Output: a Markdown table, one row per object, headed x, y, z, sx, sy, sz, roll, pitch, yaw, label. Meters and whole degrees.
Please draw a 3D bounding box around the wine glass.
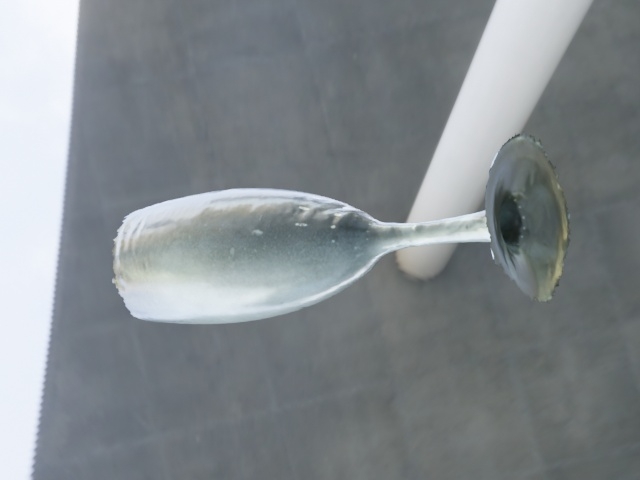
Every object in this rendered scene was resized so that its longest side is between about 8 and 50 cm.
| x | y | z | sx | sy | sz | roll | pitch | yaw | label |
| --- | --- | --- | --- | --- | --- | --- | --- | --- | --- |
| 0.000 | 0.000 | 0.703 | 0.198 | 0.066 | 0.066 | -6 | -108 | 36 | wine glass |
